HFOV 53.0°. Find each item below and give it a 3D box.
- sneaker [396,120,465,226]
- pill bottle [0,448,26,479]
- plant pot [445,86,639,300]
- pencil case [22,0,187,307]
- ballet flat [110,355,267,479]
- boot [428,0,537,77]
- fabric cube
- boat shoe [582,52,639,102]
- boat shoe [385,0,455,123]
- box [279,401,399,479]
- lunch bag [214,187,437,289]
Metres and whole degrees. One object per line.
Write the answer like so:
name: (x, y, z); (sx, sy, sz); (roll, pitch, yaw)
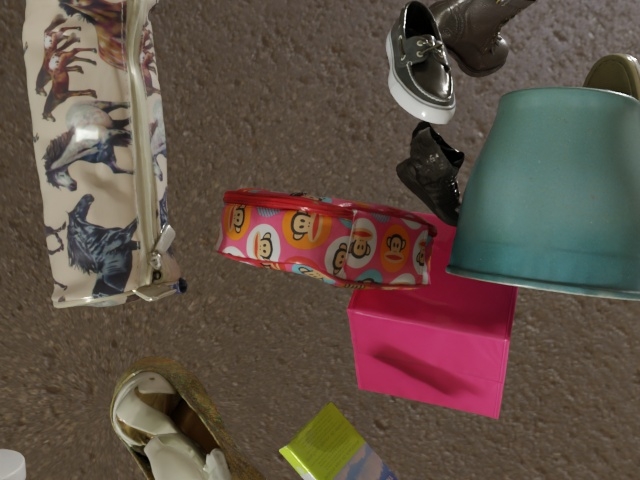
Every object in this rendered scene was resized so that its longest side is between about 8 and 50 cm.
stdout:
sneaker: (0.176, -0.091, 0.913); (0.170, 0.089, 0.051); (38, 39, -21)
pill bottle: (-0.287, 0.265, 0.555); (0.086, 0.086, 0.151); (-1, 99, -18)
plant pot: (0.323, -0.065, 0.873); (0.272, 0.272, 0.255); (7, 91, -16)
pencil case: (-0.265, -0.121, 0.806); (0.160, 0.184, 0.410); (-11, 98, -64)
ballet flat: (-0.171, 0.228, 0.738); (0.123, 0.123, 0.349); (-34, 44, -22)
boot: (0.291, -0.358, 1.004); (0.263, 0.229, 0.091); (-1, 73, -43)
fabric cube: (0.214, 0.124, 1.149); (0.258, 0.259, 0.254); (9, 49, 18)
boat shoe: (0.492, -0.151, 1.024); (0.103, 0.113, 0.302); (-23, 111, -27)
boat shoe: (0.079, -0.145, 0.510); (0.049, 0.040, 0.142); (7, 42, -13)
box: (0.035, 0.356, 1.007); (0.178, 0.042, 0.109); (48, 55, 5)
lunch bag: (0.000, 0.000, 0.944); (0.293, 0.258, 0.120); (10, 88, -46)
